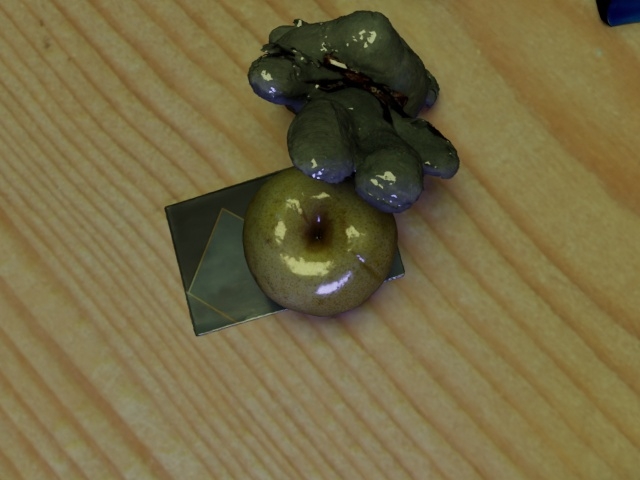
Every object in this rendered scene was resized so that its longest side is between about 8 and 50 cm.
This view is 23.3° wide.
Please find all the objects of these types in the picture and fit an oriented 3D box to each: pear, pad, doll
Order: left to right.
[{"bbox_3d":[-0.042,-0.001,1.725,0.243,0.004,0.164,-17,70,1],"label":"pad"},{"bbox_3d":[0.000,0.000,1.646,0.167,0.136,0.167,-1,75,5],"label":"pear"},{"bbox_3d":[0.045,-0.152,1.616,0.246,0.340,0.158,23,108,-9],"label":"doll"}]

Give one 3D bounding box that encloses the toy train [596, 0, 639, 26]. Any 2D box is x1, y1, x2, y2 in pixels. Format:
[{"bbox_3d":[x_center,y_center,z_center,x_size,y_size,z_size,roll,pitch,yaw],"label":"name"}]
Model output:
[{"bbox_3d":[0.365,-0.352,1.751,0.131,0.083,0.204,-10,70,6],"label":"toy train"}]
